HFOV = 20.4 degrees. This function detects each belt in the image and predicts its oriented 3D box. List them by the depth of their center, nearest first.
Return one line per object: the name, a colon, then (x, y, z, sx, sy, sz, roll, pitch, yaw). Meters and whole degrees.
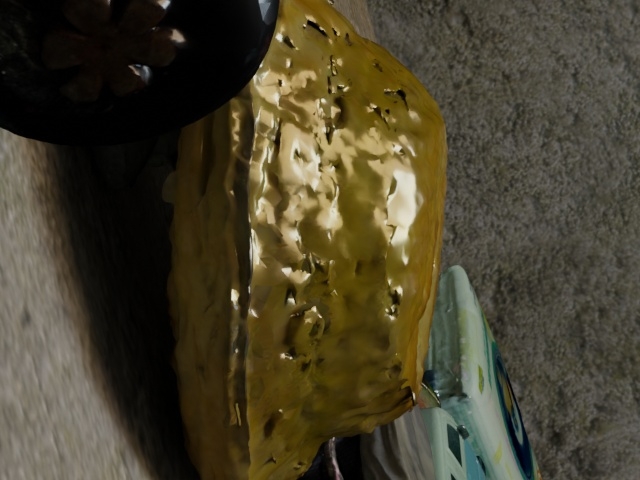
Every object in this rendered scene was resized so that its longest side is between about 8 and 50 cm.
belt: (0.022, 0.175, 1.527, 0.126, 0.139, 0.231, 65, 15, -50)

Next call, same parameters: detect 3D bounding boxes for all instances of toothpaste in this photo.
toothpaste: (-0.137, -0.128, 1.434, 0.218, 0.041, 0.064, -101, 177, -51)

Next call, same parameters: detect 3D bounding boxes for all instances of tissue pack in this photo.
tissue pack: (0.179, 0.270, 2.268, 0.287, 0.162, 0.388, -87, 159, -56)

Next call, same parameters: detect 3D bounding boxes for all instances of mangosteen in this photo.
mangosteen: (-0.131, -0.167, 0.990, 0.243, 0.243, 0.243, -16, 90, -81)

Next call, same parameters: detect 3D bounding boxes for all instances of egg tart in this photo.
egg tart: (0.000, 0.000, 1.320, 0.443, 0.178, 0.443, 3, 90, -84)

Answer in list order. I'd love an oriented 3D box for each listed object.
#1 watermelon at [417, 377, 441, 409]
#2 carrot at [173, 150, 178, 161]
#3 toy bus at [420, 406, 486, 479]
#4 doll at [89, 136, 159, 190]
watermelon: (0.071, 0.176, 2.024, 0.094, 0.135, 0.125, -65, 161, -14)
carrot: (-0.113, -0.076, 1.513, 0.142, 0.035, 0.035, 37, 37, -64)
toy bus: (0.102, 0.293, 1.846, 0.271, 0.133, 0.165, -90, 157, -55)
doll: (-0.148, -0.216, 1.283, 0.246, 0.158, 0.340, 72, 33, -70)
